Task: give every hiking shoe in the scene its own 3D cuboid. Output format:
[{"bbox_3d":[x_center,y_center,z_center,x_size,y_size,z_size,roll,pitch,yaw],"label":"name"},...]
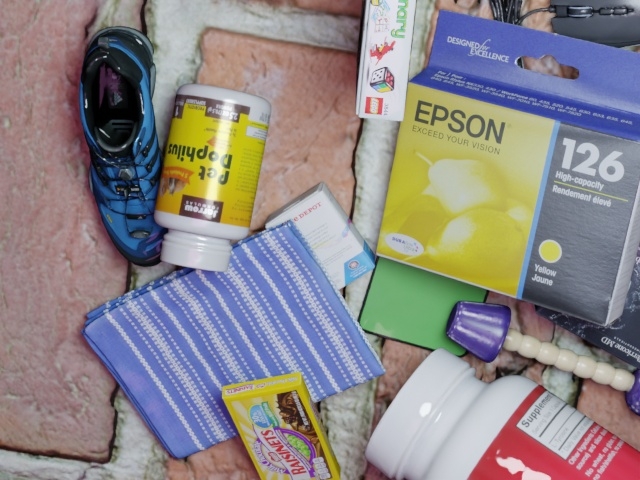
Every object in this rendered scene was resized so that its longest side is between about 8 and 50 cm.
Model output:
[{"bbox_3d":[-0.246,-0.103,1.566,0.113,0.132,0.304,-7,107,7],"label":"hiking shoe"}]

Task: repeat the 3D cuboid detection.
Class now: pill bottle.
[{"bbox_3d":[0.267,0.312,1.564,0.408,0.229,0.229,33,109,17],"label":"pill bottle"},{"bbox_3d":[-0.133,-0.074,1.548,0.117,0.117,0.215,10,91,2],"label":"pill bottle"}]

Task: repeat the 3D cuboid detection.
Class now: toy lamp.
[{"bbox_3d":[0.293,0.145,1.630,0.275,0.080,0.080,22,108,-4],"label":"toy lamp"}]

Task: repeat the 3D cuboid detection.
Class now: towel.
[{"bbox_3d":[-0.118,0.137,1.652,0.336,0.040,0.243,-25,106,22],"label":"towel"}]

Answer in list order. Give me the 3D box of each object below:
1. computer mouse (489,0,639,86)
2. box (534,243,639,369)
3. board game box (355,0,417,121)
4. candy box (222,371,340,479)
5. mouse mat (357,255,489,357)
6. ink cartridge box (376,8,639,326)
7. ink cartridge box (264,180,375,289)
[{"bbox_3d":[0.326,-0.235,1.513,0.262,0.060,0.184,3,107,4],"label":"computer mouse"},{"bbox_3d":[0.367,0.047,1.584,0.156,0.093,0.158,28,109,-4],"label":"box"},{"bbox_3d":[0.072,-0.257,1.400,0.053,0.305,0.193,5,108,0],"label":"board game box"},{"bbox_3d":[-0.049,0.253,1.676,0.105,0.027,0.206,-10,132,11],"label":"candy box"},{"bbox_3d":[0.142,0.050,1.649,0.153,0.007,0.189,16,109,-1],"label":"mouse mat"},{"bbox_3d":[0.233,-0.088,1.504,0.304,0.072,0.307,18,111,26],"label":"ink cartridge box"},{"bbox_3d":[0.000,0.000,1.620,0.088,0.052,0.122,-32,104,14],"label":"ink cartridge box"}]
